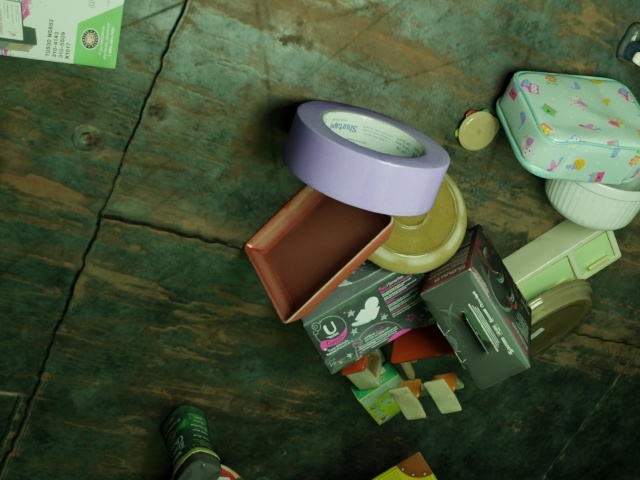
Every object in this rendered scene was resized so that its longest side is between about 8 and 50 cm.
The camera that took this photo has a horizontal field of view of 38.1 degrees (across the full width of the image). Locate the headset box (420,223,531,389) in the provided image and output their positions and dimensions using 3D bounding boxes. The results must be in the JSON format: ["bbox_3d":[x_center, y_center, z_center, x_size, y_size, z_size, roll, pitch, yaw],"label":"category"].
[{"bbox_3d":[0.298,0.124,1.741,0.110,0.293,0.218,-29,99,21],"label":"headset box"}]

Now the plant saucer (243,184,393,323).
[{"bbox_3d":[0.000,0.000,1.645,0.258,0.259,0.047,-44,126,8],"label":"plant saucer"}]

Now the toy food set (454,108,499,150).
[{"bbox_3d":[0.301,-0.213,1.780,0.082,0.020,0.083,32,104,-32],"label":"toy food set"}]

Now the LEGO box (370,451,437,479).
[{"bbox_3d":[0.094,0.736,2.093,0.500,0.193,0.372,-31,144,-1],"label":"LEGO box"}]

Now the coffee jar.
[{"bbox_3d":[-0.257,0.417,1.836,0.079,0.184,0.096,30,104,-32],"label":"coffee jar"}]

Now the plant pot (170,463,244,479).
[{"bbox_3d":[-0.248,0.565,1.932,0.191,0.191,0.174,12,105,-26],"label":"plant pot"}]

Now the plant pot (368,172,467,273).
[{"bbox_3d":[0.161,-0.055,1.713,0.236,0.236,0.032,-14,166,-13],"label":"plant pot"}]

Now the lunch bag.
[{"bbox_3d":[0.477,-0.215,1.730,0.279,0.224,0.108,2,138,-23],"label":"lunch bag"}]

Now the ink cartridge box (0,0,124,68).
[{"bbox_3d":[-0.431,-0.375,1.345,0.278,0.117,0.201,3,118,-22],"label":"ink cartridge box"}]

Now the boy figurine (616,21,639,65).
[{"bbox_3d":[0.657,-0.312,1.699,0.177,0.285,0.092,9,116,-21],"label":"boy figurine"}]

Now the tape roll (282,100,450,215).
[{"bbox_3d":[0.077,-0.144,1.580,0.274,0.275,0.090,7,115,-25],"label":"tape roll"}]

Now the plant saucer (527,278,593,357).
[{"bbox_3d":[0.475,0.185,1.996,0.277,0.041,0.278,-24,152,-14],"label":"plant saucer"}]

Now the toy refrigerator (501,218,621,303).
[{"bbox_3d":[0.493,0.053,1.965,0.269,0.094,0.102,-32,125,-1],"label":"toy refrigerator"}]

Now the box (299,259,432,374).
[{"bbox_3d":[0.076,0.110,1.797,0.247,0.163,0.142,-29,122,-3],"label":"box"}]

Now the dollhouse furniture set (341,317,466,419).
[{"bbox_3d":[0.165,0.213,1.853,0.259,0.262,0.135,-15,128,26],"label":"dollhouse furniture set"}]

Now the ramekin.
[{"bbox_3d":[0.543,-0.109,1.828,0.207,0.207,0.109,2,127,-22],"label":"ramekin"}]

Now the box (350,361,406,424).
[{"bbox_3d":[0.143,0.336,2.006,0.105,0.043,0.179,-33,142,0],"label":"box"}]
